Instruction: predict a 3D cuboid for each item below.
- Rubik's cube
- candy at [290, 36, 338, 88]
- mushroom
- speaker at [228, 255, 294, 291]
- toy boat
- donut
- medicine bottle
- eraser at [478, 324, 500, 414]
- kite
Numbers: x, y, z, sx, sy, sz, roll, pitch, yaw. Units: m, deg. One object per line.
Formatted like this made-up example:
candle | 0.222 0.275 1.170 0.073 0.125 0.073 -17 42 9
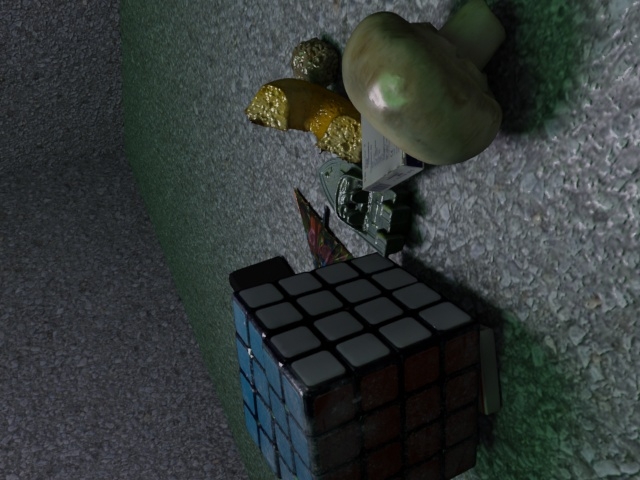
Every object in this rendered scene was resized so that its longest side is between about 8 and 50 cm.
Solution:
Rubik's cube | 0.059 0.263 1.175 0.337 0.343 0.345 36 136 55
candy | -0.011 -0.384 1.380 0.110 0.085 0.095 45 152 30
mushroom | 0.165 -0.246 0.920 0.260 0.254 0.234 40 110 2
speaker | -0.112 0.245 1.842 0.388 0.180 0.184 54 153 39
toy boat | 0.077 -0.089 1.331 0.319 0.092 0.141 43 134 49
donut | -0.017 -0.266 1.333 0.152 0.259 0.101 -76 6 -58
medicine bottle | 0.122 -0.203 1.154 0.171 0.052 0.201 150 121 -65
eraser | 0.245 0.214 1.210 0.230 0.038 0.157 19 121 62
kite | 0.000 0.000 1.651 0.321 0.016 0.234 53 149 42
